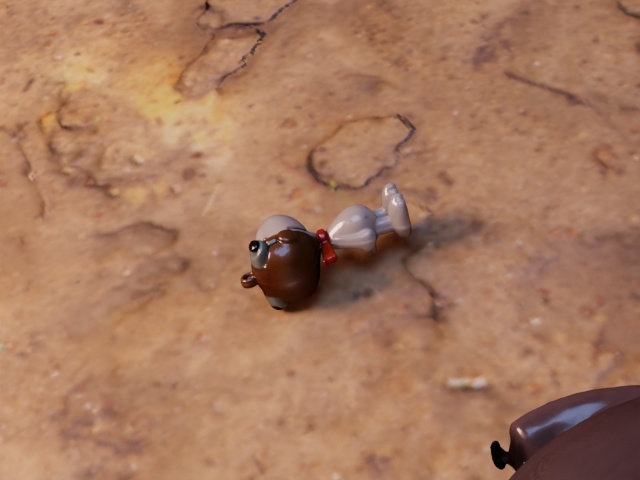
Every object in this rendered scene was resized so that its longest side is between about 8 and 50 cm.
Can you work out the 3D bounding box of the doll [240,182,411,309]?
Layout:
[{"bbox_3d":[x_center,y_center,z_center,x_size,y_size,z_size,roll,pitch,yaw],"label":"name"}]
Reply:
[{"bbox_3d":[0.003,0.003,0.734,0.085,0.040,0.058,-9,33,10],"label":"doll"}]

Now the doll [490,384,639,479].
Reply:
[{"bbox_3d":[0.146,0.102,0.523,0.257,0.117,0.182,-41,49,-23],"label":"doll"}]
